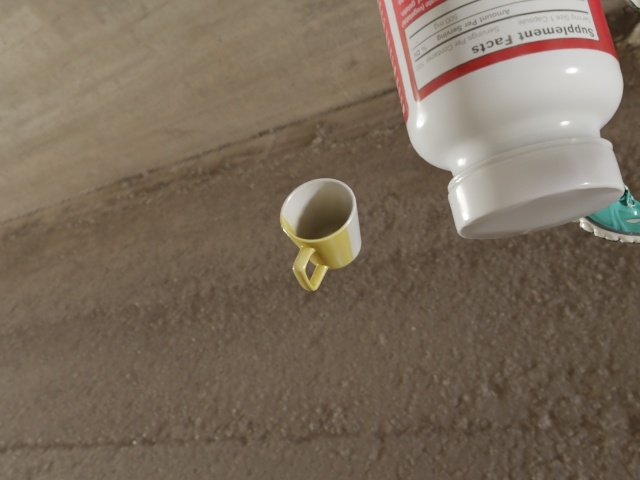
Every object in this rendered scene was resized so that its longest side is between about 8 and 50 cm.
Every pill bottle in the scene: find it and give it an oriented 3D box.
[{"bbox_3d":[0.187,-0.220,0.871,0.229,0.229,0.408,-19,75,32],"label":"pill bottle"}]

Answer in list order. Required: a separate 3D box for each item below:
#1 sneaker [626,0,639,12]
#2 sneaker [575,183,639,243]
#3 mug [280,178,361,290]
[{"bbox_3d":[0.301,-0.178,0.446,0.279,0.118,0.107,-10,62,-18],"label":"sneaker"},{"bbox_3d":[0.457,-0.076,1.321,0.275,0.110,0.107,27,31,25],"label":"sneaker"},{"bbox_3d":[0.000,-0.003,0.662,0.078,0.064,0.062,-38,54,-9],"label":"mug"}]
